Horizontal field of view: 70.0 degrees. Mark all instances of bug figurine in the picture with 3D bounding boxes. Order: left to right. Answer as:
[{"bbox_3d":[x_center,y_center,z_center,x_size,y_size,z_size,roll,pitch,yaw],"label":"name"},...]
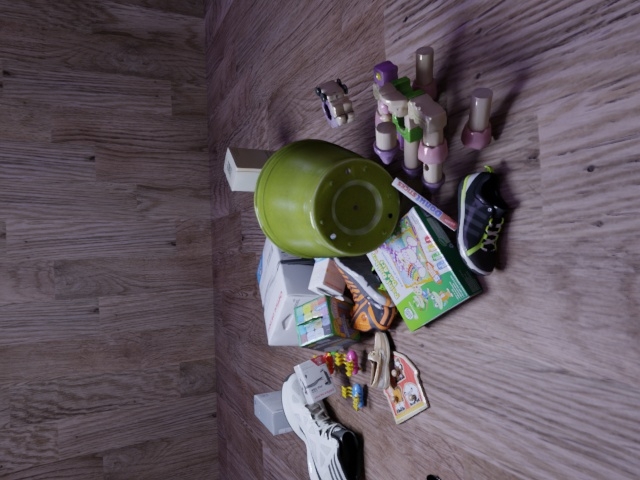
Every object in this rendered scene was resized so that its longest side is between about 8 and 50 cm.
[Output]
[{"bbox_3d":[0.072,0.433,1.552,0.279,0.072,0.217,35,134,53],"label":"bug figurine"}]

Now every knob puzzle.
[{"bbox_3d":[0.223,0.410,1.319,0.213,0.029,0.213,6,97,64],"label":"knob puzzle"}]

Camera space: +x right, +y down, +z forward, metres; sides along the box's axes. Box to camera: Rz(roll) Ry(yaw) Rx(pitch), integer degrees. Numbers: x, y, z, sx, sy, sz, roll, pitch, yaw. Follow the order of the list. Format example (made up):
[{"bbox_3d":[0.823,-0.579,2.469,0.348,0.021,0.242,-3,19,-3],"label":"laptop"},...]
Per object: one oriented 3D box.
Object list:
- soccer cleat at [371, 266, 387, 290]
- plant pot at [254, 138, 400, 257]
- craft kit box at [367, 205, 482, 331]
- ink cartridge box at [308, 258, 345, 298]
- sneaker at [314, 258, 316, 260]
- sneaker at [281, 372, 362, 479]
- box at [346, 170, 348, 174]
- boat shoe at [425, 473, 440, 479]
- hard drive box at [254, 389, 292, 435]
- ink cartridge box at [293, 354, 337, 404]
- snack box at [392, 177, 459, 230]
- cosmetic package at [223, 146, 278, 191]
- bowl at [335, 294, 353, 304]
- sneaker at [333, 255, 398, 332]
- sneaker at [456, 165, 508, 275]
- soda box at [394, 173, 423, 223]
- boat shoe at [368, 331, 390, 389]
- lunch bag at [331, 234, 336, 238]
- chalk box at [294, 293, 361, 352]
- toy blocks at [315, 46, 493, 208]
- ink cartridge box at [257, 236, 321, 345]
[{"bbox_3d":[0.180,0.066,1.325,0.060,0.072,0.179,121,149,-45],"label":"soccer cleat"},{"bbox_3d":[0.034,-0.103,1.248,0.353,0.366,0.367,-158,69,-69],"label":"plant pot"},{"bbox_3d":[0.249,0.075,1.161,0.250,0.060,0.247,61,148,17],"label":"craft kit box"},{"bbox_3d":[0.028,0.127,1.552,0.090,0.092,0.143,-24,43,52],"label":"ink cartridge box"},{"bbox_3d":[0.000,0.000,1.683,0.081,0.080,0.211,111,144,-43],"label":"sneaker"},{"bbox_3d":[0.026,0.648,1.622,0.257,0.169,0.448,-49,56,41],"label":"sneaker"},{"bbox_3d":[0.045,-0.169,1.633,0.186,0.038,0.145,-28,67,59],"label":"box"},{"bbox_3d":[0.306,0.643,1.144,0.133,0.048,0.042,-150,54,-64],"label":"boat shoe"},{"bbox_3d":[-0.158,0.713,1.922,0.232,0.181,0.089,1,92,64],"label":"hard drive box"},{"bbox_3d":[-0.017,0.471,1.552,0.135,0.099,0.056,66,152,13],"label":"ink cartridge box"},{"bbox_3d":[0.243,-0.084,1.061,0.022,0.178,0.064,-53,-7,10],"label":"snack box"},{"bbox_3d":[-0.218,-0.282,1.849,0.160,0.309,0.113,61,143,41],"label":"cosmetic package"},{"bbox_3d":[0.068,0.248,1.591,0.142,0.053,0.142,18,107,61],"label":"bowl"},{"bbox_3d":[0.114,0.166,1.418,0.321,0.124,0.180,51,134,50],"label":"sneaker"},{"bbox_3d":[0.352,-0.043,0.982,0.097,0.084,0.235,-17,76,61],"label":"sneaker"},{"bbox_3d":[0.223,-0.089,1.257,0.058,0.061,0.182,49,134,51],"label":"soda box"},{"bbox_3d":[0.170,0.351,1.352,0.063,0.059,0.170,121,151,-64],"label":"boat shoe"},{"bbox_3d":[-0.006,-0.047,1.542,0.176,0.218,0.090,-29,72,61],"label":"lunch bag"},{"bbox_3d":[0.008,0.256,1.415,0.132,0.213,0.132,-25,58,26],"label":"chalk box"},{"bbox_3d":[0.193,-0.243,1.076,0.260,0.308,0.289,77,167,-49],"label":"toy blocks"},{"bbox_3d":[-0.124,0.171,1.789,0.395,0.166,0.286,-108,30,-47],"label":"ink cartridge box"}]
